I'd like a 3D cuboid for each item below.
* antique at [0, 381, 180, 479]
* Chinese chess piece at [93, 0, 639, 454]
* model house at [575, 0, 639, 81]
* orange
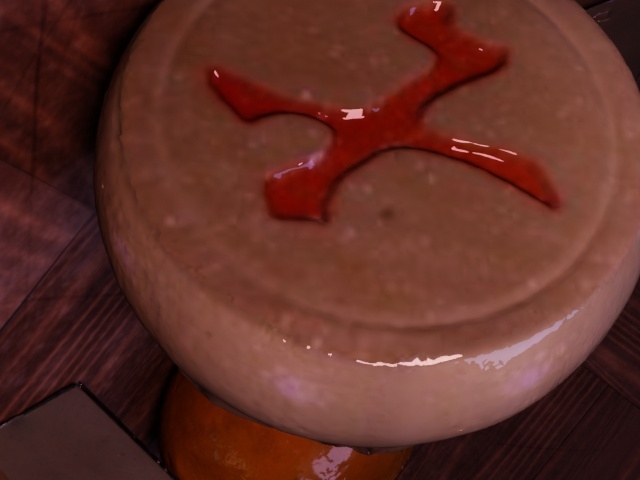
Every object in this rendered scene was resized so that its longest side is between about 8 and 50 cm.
[{"bbox_3d":[-0.215,0.233,0.922,0.148,0.147,0.152,-28,151,-46],"label":"antique"},{"bbox_3d":[0.033,-0.040,0.692,0.338,0.338,0.140,-43,163,-24],"label":"Chinese chess piece"},{"bbox_3d":[0.176,-0.176,0.966,0.243,0.204,0.211,-56,164,-16],"label":"model house"},{"bbox_3d":[-0.027,0.178,1.143,0.284,0.226,0.284,-38,152,-24],"label":"orange"}]
